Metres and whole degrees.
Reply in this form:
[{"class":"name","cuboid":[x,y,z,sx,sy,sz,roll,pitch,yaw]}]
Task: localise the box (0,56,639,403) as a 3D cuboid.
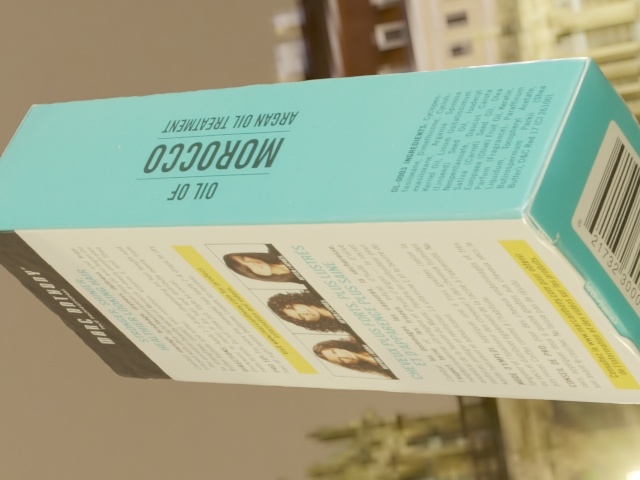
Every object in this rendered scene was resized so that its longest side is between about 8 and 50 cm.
[{"class":"box","cuboid":[0.000,0.000,0.624,0.100,0.244,0.060,48,-125,-38]}]
